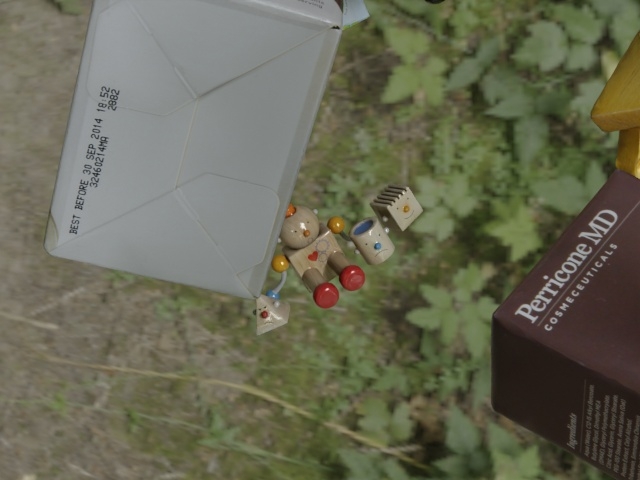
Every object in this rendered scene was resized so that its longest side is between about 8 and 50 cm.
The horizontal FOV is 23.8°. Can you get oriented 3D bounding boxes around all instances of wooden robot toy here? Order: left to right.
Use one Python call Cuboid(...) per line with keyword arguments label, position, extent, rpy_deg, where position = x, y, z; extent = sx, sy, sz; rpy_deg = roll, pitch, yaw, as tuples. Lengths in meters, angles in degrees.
Cuboid(label="wooden robot toy", position=(0.000, 0.000, 1.231), extent=(0.173, 0.076, 0.079), rpy_deg=(-35, 116, -6))

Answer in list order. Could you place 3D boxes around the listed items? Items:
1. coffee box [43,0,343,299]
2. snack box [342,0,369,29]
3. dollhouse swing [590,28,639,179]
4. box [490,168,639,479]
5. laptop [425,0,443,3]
Cuboid(label="coffee box", position=(-0.061, -0.129, 0.839), extent=(0.119, 0.297, 0.168), rpy_deg=(13, 125, -8))
Cuboid(label="snack box", position=(-0.019, -0.234, 1.215), extent=(0.037, 0.100, 0.141), rpy_deg=(-27, 103, -14))
Cuboid(label="dollhouse swing", position=(0.483, -0.096, 1.246), extent=(0.347, 0.305, 0.315), rpy_deg=(39, 79, -40))
Cuboid(label="box", position=(0.337, 0.117, 1.147), extent=(0.191, 0.381, 0.143), rpy_deg=(-47, 148, -28))
Cuboid(label="laptop", position=(0.095, -0.435, 0.953), extent=(0.236, 0.382, 0.407), rpy_deg=(4, 60, -59))
